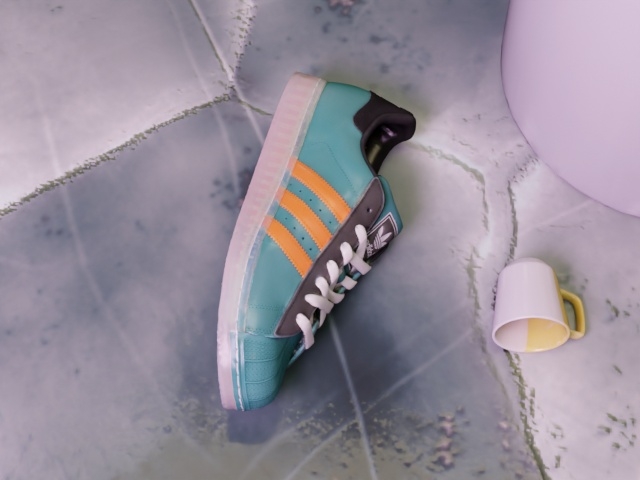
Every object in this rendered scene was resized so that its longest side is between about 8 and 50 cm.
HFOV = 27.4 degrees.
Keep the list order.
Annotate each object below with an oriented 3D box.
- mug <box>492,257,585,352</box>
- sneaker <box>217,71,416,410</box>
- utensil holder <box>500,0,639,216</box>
[{"bbox_3d":[0.173,0.053,1.071,0.062,0.078,0.064,-17,53,27],"label":"mug"},{"bbox_3d":[0.000,0.000,1.055,0.121,0.108,0.302,11,65,8],"label":"sneaker"},{"bbox_3d":[0.312,-0.228,1.011,0.328,0.385,0.327,1,67,-2],"label":"utensil holder"}]
